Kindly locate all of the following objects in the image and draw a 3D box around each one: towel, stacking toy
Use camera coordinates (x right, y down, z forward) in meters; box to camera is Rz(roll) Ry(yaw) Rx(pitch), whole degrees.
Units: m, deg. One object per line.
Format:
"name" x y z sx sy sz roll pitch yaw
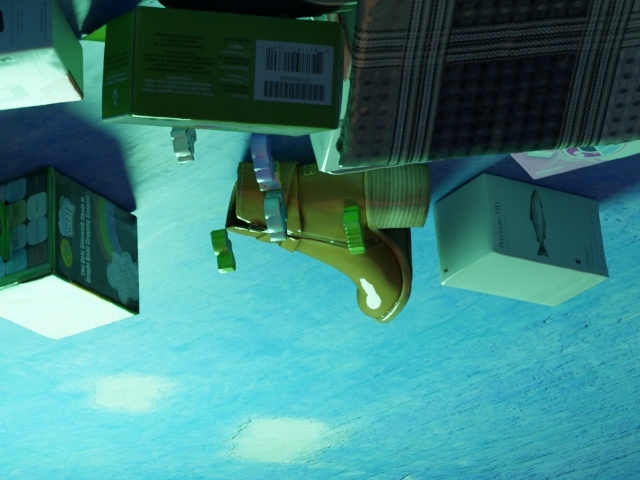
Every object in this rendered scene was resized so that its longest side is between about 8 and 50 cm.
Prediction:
"towel" 0.172 -0.205 1.587 0.312 0.056 0.324 -6 135 -15
"stacking toy" -0.053 -0.055 1.930 0.167 0.052 0.221 -8 128 9

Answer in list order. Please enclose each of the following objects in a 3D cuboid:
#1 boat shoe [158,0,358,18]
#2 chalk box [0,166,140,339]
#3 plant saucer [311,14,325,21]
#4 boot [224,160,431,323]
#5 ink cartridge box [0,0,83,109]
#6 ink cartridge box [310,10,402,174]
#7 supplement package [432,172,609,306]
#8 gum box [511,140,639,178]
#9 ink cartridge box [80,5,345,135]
"boat shoe" -0.039 -0.233 1.604 0.227 0.081 0.069 3 159 1
"chalk box" -0.317 0.011 2.042 0.132 0.132 0.213 -17 152 27
"plant saucer" 0.029 -0.207 1.746 0.067 0.018 0.192 -11 156 15
"boot" 0.000 0.000 2.084 0.220 0.109 0.283 2 151 -5
"ink cartridge box" -0.309 -0.172 1.710 0.150 0.063 0.109 -7 156 6
"ink cartridge box" 0.079 -0.161 1.729 0.158 0.092 0.218 -8 152 -13
"supplement package" 0.235 0.001 2.145 0.179 0.105 0.105 11 152 -33
"gum box" 0.289 -0.131 1.903 0.188 0.062 0.107 -15 155 22
"ink cartridge box" -0.107 -0.146 1.656 0.188 0.097 0.255 3 179 -18
